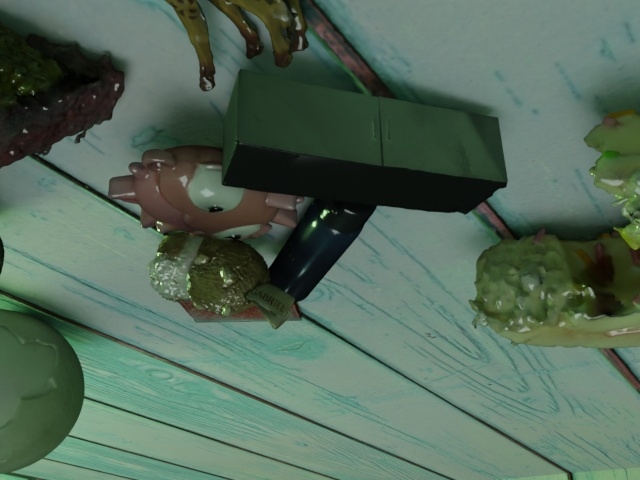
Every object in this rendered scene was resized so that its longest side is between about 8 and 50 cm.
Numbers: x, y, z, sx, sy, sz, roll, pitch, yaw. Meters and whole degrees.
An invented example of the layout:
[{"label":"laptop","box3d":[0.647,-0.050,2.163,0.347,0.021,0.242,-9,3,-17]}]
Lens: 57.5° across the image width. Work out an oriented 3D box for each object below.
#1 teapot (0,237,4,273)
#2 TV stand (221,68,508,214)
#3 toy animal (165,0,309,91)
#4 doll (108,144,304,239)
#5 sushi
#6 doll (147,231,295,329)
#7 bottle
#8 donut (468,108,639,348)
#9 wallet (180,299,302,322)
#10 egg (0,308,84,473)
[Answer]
[{"label":"teapot","box3d":[-0.497,-0.019,0.658,0.271,0.200,0.337,15,151,14]},{"label":"TV stand","box3d":[0.044,-0.089,0.579,0.270,0.082,0.088,5,156,-17]},{"label":"toy animal","box3d":[-0.131,-0.214,0.466,0.276,0.054,0.149,24,145,-33]},{"label":"doll","box3d":[-0.124,-0.049,0.675,0.211,0.093,0.262,-1,164,8]},{"label":"sushi","box3d":[-0.316,-0.123,0.524,0.241,0.161,0.107,14,144,-14]},{"label":"doll","box3d":[-0.134,0.047,0.800,0.221,0.115,0.105,12,112,25]},{"label":"bottle","box3d":[0.000,0.000,0.769,0.082,0.072,0.244,-22,161,-33]},{"label":"donut","box3d":[0.367,0.006,0.671,0.308,0.150,0.371,8,147,-8]},{"label":"wallet","box3d":[-0.137,0.113,1.000,0.197,0.020,0.103,-3,147,10]},{"label":"egg","box3d":[-0.577,0.260,1.025,0.279,0.278,0.336,-1,152,7]}]
